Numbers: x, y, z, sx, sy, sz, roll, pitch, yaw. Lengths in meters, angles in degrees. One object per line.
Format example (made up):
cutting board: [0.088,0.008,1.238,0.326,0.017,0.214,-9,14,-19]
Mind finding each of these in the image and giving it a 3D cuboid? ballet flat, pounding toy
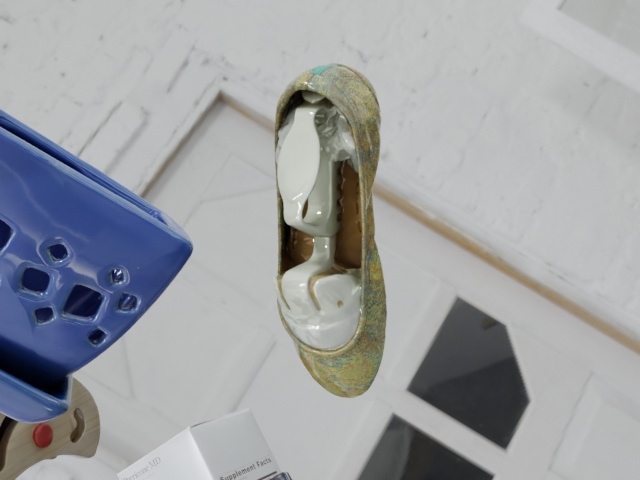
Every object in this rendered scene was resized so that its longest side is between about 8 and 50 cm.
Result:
ballet flat: [0.000,0.000,0.810,0.123,0.123,0.348,-57,-32,-79]
pounding toy: [-0.386,0.229,1.002,0.155,0.154,0.269,-10,22,25]

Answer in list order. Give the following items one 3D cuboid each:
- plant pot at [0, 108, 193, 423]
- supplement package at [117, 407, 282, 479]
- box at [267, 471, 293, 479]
plant pot: [-0.277,0.017,0.739,0.212,0.236,0.236,-57,18,-2]
supplement package: [-0.155,0.447,1.293,0.178,0.292,0.175,-36,-17,23]
box: [-0.092,0.407,1.034,0.207,0.108,0.153,-28,-34,-2]
